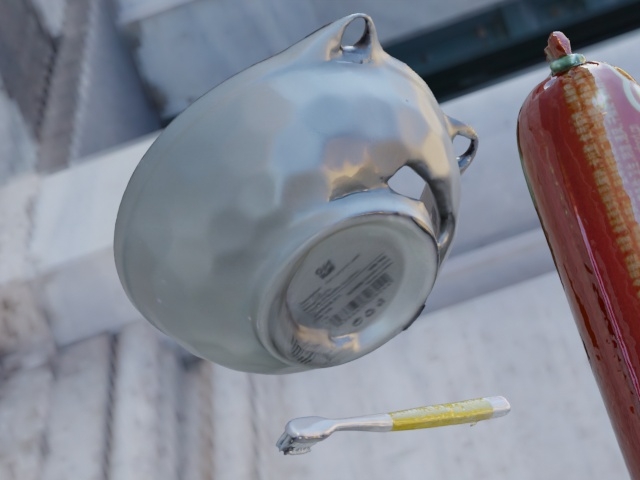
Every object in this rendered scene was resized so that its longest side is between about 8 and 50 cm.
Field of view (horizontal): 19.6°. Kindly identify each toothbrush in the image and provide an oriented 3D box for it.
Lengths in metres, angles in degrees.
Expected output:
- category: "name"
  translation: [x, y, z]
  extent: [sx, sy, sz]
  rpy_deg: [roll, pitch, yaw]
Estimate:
- category: "toothbrush"
  translation: [0.062, 0.140, 1.422]
  extent: [0.288, 0.024, 0.021]
  rpy_deg: [0, 46, -52]

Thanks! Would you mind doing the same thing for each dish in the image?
- category: "dish"
  translation: [0.000, 0.000, 1.352]
  extent: [0.120, 0.303, 0.303]
  rpy_deg: [54, -7, 41]

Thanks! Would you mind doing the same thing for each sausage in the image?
- category: "sausage"
  translation: [0.147, 0.025, 0.837]
  extent: [0.083, 0.083, 0.264]
  rpy_deg: [52, 20, -75]
